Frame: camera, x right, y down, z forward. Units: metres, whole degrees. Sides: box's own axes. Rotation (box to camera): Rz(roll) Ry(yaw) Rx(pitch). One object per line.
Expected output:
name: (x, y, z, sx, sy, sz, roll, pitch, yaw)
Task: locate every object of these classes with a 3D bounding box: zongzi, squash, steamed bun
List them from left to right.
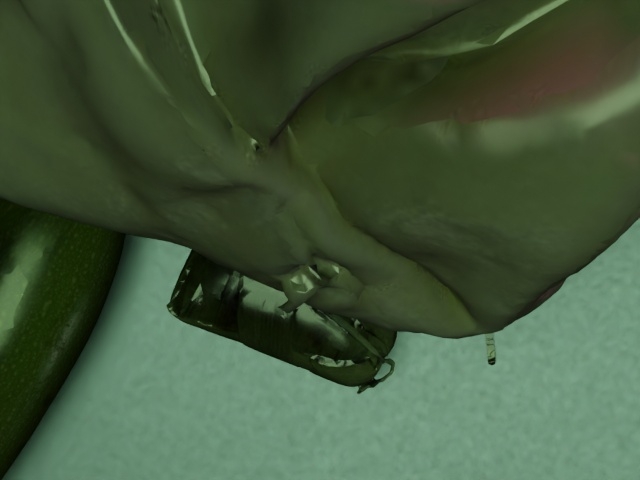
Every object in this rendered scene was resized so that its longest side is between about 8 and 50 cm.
squash: (-0.166, 0.062, 0.912, 0.087, 0.087, 0.331, 34, 96, 3)
zongzi: (0.000, 0.000, 0.904, 0.109, 0.055, 0.119, 23, 85, 2)
steamed bun: (0.033, -0.148, 0.751, 0.368, 0.255, 0.342, 21, 72, -3)

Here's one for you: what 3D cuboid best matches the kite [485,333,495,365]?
kite: (0.082, 0.015, 0.917, 0.044, 0.002, 0.078, -26, 89, 8)
